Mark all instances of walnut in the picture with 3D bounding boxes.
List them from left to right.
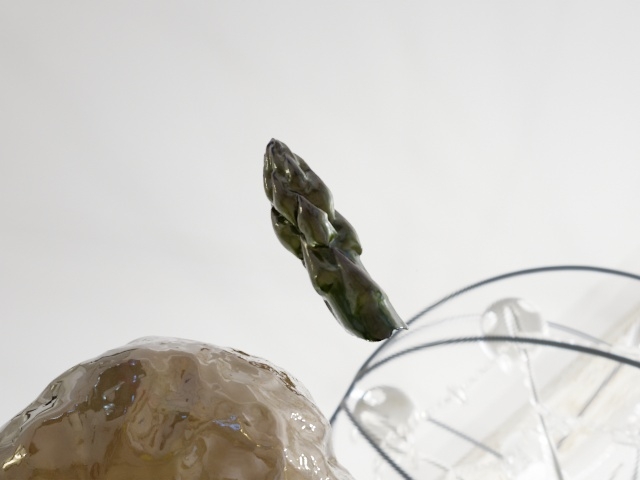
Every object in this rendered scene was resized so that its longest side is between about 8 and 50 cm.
[{"bbox_3d":[-0.111,0.244,0.690,0.383,0.383,0.384,0,-92,6],"label":"walnut"}]

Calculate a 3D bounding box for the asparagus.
[{"bbox_3d":[0.000,0.000,0.967,0.080,0.080,0.287,-30,-119,4],"label":"asparagus"}]
